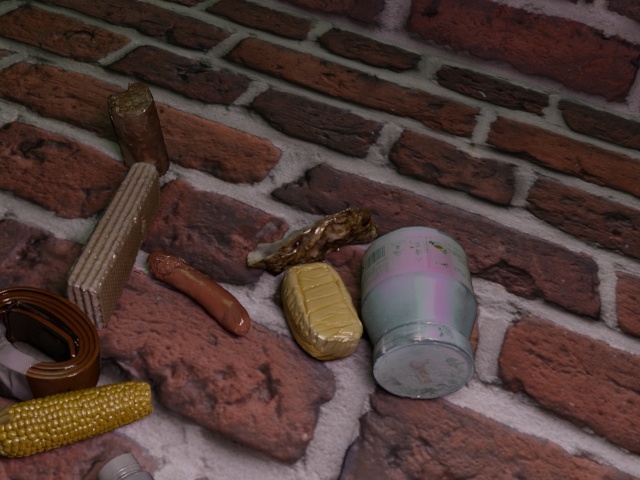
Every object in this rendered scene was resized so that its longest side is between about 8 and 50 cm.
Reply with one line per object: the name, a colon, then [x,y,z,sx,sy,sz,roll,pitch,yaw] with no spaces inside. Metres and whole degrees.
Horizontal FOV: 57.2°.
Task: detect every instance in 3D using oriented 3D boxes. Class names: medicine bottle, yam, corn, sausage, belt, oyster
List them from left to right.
belt: [-0.531,0.199,1.099,0.261,0.105,0.184,28,41,13]
corn: [-0.424,0.303,1.015,0.260,0.091,0.091,-8,4,-22]
medicine bottle: [-0.295,0.411,0.932,0.080,0.080,0.130,-23,51,-33]
yam: [-0.480,-0.288,1.561,0.129,0.238,0.128,3,48,0]
sausage: [-0.265,0.108,1.284,0.304,0.078,0.078,31,45,19]
oyster: [0.021,-0.009,1.416,0.396,0.204,0.111,-19,86,-27]
medicine bottle: [0.203,0.153,1.220,0.244,0.245,0.290,8,44,-5]

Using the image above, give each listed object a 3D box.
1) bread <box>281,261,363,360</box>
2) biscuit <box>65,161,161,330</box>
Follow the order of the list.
bread: [-0.002,0.155,1.267,0.139,0.106,0.236,-6,45,-21]
biscuit: [-0.449,-0.002,1.317,0.078,0.144,0.426,9,43,-1]
